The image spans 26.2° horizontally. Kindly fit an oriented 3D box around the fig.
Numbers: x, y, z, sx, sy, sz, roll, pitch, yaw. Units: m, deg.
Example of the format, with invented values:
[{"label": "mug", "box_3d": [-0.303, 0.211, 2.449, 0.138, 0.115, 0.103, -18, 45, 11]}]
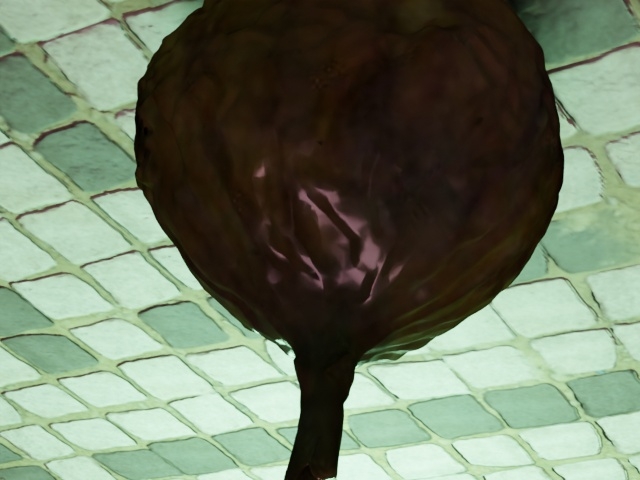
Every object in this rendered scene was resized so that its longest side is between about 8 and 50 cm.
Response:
[{"label": "fig", "box_3d": [0.000, 0.000, 0.851, 0.286, 0.369, 0.286, 9, 138, 9]}]
